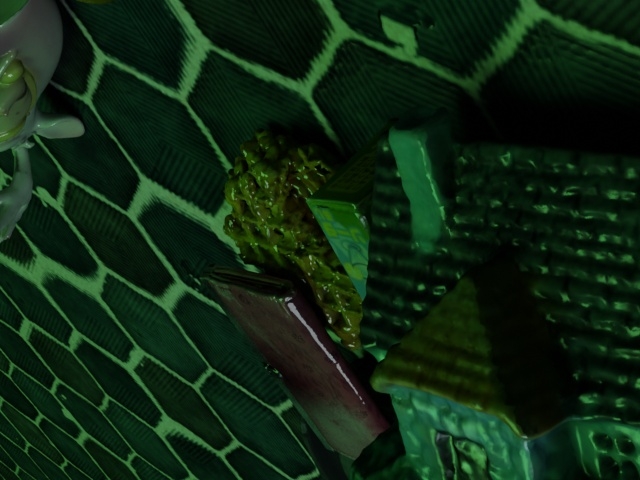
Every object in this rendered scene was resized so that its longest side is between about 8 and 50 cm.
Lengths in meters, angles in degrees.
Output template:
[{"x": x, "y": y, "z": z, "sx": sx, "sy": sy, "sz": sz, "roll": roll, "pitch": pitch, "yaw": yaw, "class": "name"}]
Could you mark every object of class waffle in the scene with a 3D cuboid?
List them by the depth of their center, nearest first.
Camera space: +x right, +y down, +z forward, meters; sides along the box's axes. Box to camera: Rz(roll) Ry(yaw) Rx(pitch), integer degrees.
[{"x": 0.000, "y": 0.000, "z": 1.008, "sx": 0.193, "sy": 0.070, "sz": 0.197, "roll": 33, "pitch": 153, "yaw": 23, "class": "waffle"}]

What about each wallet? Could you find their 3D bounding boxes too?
[{"x": -0.006, "y": 0.114, "z": 1.083, "sx": 0.119, "sy": 0.025, "sz": 0.232, "roll": 9, "pitch": 140, "yaw": 48, "class": "wallet"}]

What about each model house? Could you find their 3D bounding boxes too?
[{"x": 0.130, "y": 0.049, "z": 0.726, "sx": 0.261, "sy": 0.226, "sz": 0.241, "roll": 9, "pitch": 127, "yaw": 47, "class": "model house"}]

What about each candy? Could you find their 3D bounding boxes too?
[{"x": 0.077, "y": 0.019, "z": 0.893, "sx": 0.062, "sy": 0.097, "sz": 0.194, "roll": 9, "pitch": 137, "yaw": 49, "class": "candy"}]

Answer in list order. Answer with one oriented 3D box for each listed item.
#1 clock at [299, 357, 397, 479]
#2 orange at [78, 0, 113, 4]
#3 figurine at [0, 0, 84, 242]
[{"x": 0.120, "y": 0.243, "z": 1.203, "sx": 0.319, "sy": 0.066, "sz": 0.319, "roll": 34, "pitch": 152, "yaw": 21, "class": "clock"}, {"x": -0.160, "y": -0.212, "z": 0.911, "sx": 0.095, "sy": 0.085, "sz": 0.085, "roll": -6, "pitch": 125, "yaw": 56, "class": "orange"}, {"x": -0.360, "y": -0.109, "z": 1.167, "sx": 0.206, "sy": 0.284, "sz": 0.315, "roll": 38, "pitch": 165, "yaw": 17, "class": "figurine"}]
